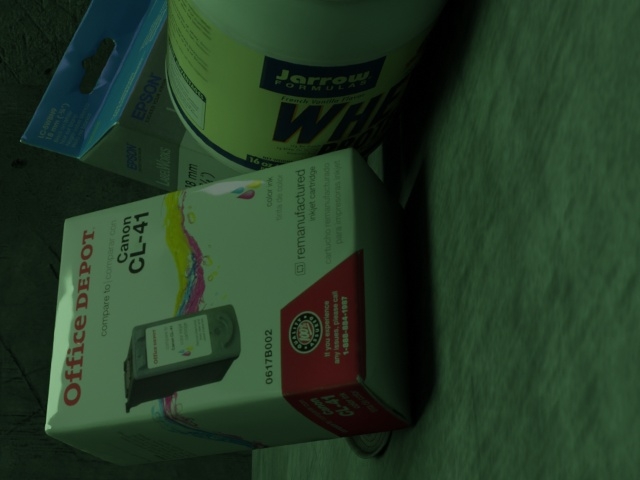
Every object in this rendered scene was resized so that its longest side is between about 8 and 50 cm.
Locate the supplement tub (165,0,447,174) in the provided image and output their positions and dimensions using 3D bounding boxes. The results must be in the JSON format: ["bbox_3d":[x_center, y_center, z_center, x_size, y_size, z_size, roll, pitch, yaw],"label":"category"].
[{"bbox_3d":[-0.014,-0.213,0.886,0.325,0.235,0.236,110,162,-67],"label":"supplement tub"}]

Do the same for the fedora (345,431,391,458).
[{"bbox_3d":[-0.003,0.096,1.085,0.275,0.124,0.244,-110,24,-74],"label":"fedora"}]

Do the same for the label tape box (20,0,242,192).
[{"bbox_3d":[-0.118,-0.171,1.097,0.106,0.333,0.241,106,-178,-63],"label":"label tape box"}]

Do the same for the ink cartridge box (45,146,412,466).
[{"bbox_3d":[-0.081,0.068,0.946,0.131,0.306,0.226,47,-144,-56],"label":"ink cartridge box"}]
